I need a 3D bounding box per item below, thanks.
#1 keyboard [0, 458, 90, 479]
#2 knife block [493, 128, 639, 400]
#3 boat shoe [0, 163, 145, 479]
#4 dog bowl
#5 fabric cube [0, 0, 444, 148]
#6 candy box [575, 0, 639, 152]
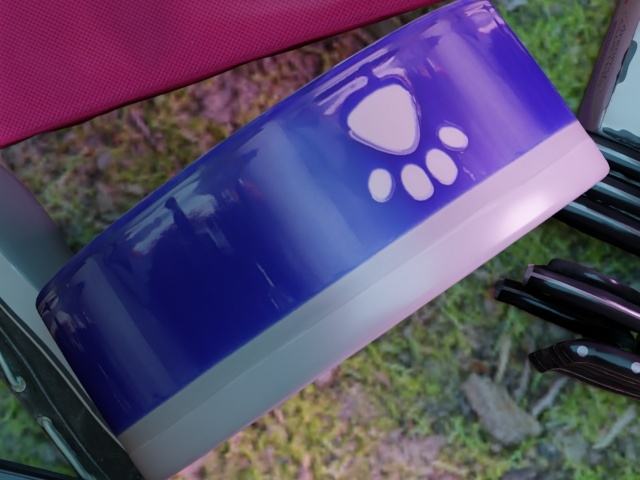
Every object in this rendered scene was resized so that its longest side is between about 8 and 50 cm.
[{"bbox_3d":[-0.233,0.257,0.946,0.201,0.033,0.317,14,85,-5],"label":"keyboard"},{"bbox_3d":[0.243,0.021,1.032,0.275,0.088,0.242,-21,87,-10],"label":"knife block"},{"bbox_3d":[-0.155,0.042,0.972,0.070,0.078,0.219,-37,91,18],"label":"boat shoe"},{"bbox_3d":[0.000,0.000,0.893,0.265,0.265,0.104,-35,88,-11],"label":"dog bowl"},{"bbox_3d":[-0.056,-0.208,0.888,0.258,0.259,0.254,-19,96,6],"label":"fabric cube"},{"bbox_3d":[0.259,-0.093,1.060,0.196,0.070,0.165,23,80,-6],"label":"candy box"}]
